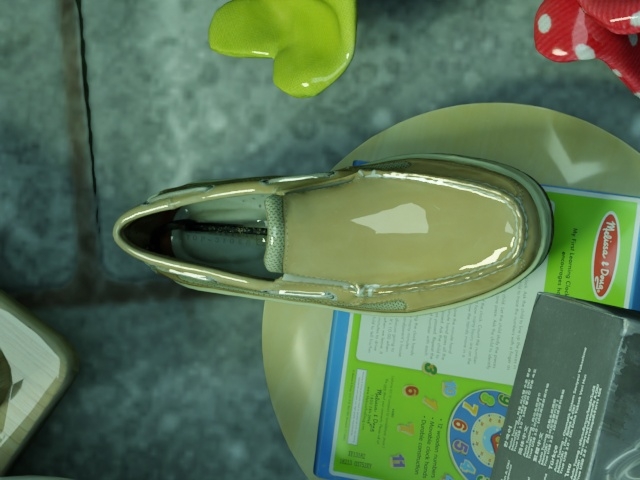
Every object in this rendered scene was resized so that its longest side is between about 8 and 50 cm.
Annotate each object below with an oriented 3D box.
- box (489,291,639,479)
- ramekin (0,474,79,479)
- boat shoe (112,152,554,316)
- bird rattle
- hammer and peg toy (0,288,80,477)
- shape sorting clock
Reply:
[{"bbox_3d":[0.166,0.195,0.724,0.242,0.076,0.307,13,92,-22],"label":"box"},{"bbox_3d":[-0.120,0.241,0.727,0.273,0.127,0.273,-7,112,-17],"label":"ramekin"},{"bbox_3d":[0.000,0.000,0.771,0.190,0.072,0.068,-6,86,29],"label":"boat shoe"},{"bbox_3d":[0.059,-0.166,0.773,0.254,0.143,0.207,-7,72,4],"label":"bird rattle"},{"bbox_3d":[-0.318,0.052,0.815,0.361,0.127,0.266,35,96,6],"label":"hammer and peg toy"},{"bbox_3d":[0.075,0.043,0.806,0.206,0.040,0.206,0,89,19],"label":"shape sorting clock"}]
